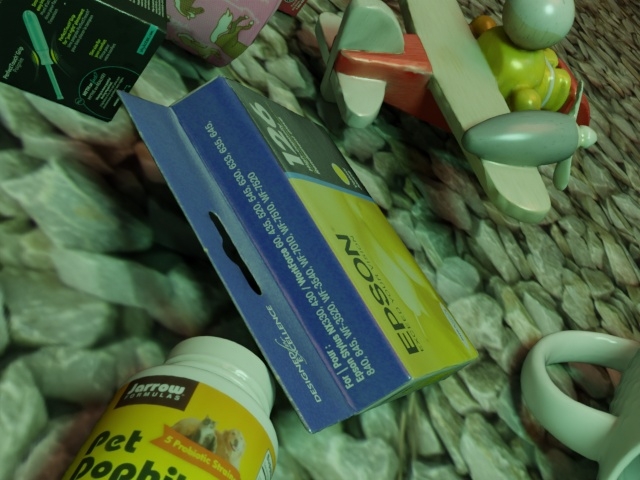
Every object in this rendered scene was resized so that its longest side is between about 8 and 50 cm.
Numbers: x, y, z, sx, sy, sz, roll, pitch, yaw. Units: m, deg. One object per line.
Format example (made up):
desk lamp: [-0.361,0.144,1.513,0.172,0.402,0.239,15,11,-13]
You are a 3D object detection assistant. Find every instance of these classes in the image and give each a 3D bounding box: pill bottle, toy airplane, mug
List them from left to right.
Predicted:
pill bottle: [-0.097,0.159,0.492,0.117,0.117,0.215,38,36,-11]
toy airplane: [0.188,-0.231,1.021,0.386,0.272,0.384,46,36,0]
mug: [0.397,0.196,0.857,0.374,0.276,0.328,19,27,15]

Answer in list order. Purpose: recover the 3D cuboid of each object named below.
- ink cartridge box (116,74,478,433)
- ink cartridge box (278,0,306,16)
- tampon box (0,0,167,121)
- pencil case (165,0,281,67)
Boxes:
ink cartridge box: [0.000,0.000,0.709,0.304,0.072,0.307,58,16,15]
ink cartridge box: [-0.081,-0.402,1.042,0.176,0.128,0.127,15,46,-34]
tampon box: [-0.232,-0.203,0.706,0.161,0.120,0.101,19,44,-32]
pencil case: [-0.219,-0.325,0.810,0.386,0.160,0.167,24,8,-26]
